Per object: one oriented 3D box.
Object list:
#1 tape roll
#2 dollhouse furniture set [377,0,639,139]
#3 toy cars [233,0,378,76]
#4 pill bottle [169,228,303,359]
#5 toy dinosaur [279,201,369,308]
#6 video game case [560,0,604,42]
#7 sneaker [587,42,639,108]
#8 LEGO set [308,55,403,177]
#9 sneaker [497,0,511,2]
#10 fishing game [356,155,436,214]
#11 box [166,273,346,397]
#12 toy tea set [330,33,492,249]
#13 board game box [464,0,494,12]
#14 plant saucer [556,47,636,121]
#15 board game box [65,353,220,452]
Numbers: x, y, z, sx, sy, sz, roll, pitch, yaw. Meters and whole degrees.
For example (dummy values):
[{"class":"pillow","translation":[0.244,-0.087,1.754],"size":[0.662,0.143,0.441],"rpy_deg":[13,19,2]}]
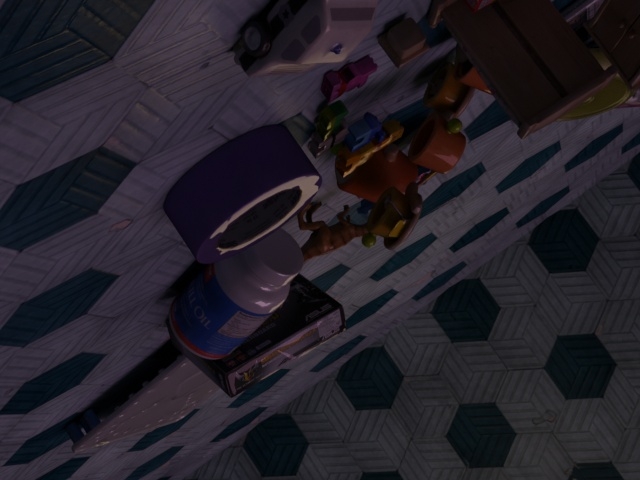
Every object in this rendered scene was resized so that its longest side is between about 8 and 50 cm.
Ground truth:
[{"class":"tape roll","translation":[-0.096,-0.057,1.648],"size":[0.189,0.080,0.189],"rpy_deg":[-34,168,-8]},{"class":"dollhouse furniture set","translation":[0.290,-0.190,1.635],"size":[0.355,0.303,0.174],"rpy_deg":[-31,168,-15]},{"class":"toy cars","translation":[0.093,-0.262,1.295],"size":[0.394,0.087,0.176],"rpy_deg":[-30,162,1]},{"class":"pill bottle","translation":[-0.123,0.073,1.959],"size":[0.124,0.124,0.221],"rpy_deg":[-19,159,-50]},{"class":"toy dinosaur","translation":[0.000,0.000,2.025],"size":[0.211,0.112,0.064],"rpy_deg":[-29,168,-12]},{"class":"video game case","translation":[0.396,-0.333,2.019],"size":[0.173,0.022,0.190],"rpy_deg":[-36,168,6]},{"class":"sneaker","translation":[0.463,-0.291,2.209],"size":[0.236,0.104,0.095],"rpy_deg":[9,176,-44]},{"class":"LEGO set","translation":[0.055,-0.150,1.674],"size":[0.093,0.087,0.227],"rpy_deg":[-31,168,-15]},{"class":"sneaker","translation":[0.280,-0.314,1.463],"size":[0.188,0.071,0.066],"rpy_deg":[-36,167,4]},{"class":"fishing game","translation":[0.137,-0.092,2.002],"size":[0.189,0.041,0.264],"rpy_deg":[-39,-171,-2]},{"class":"box","translation":[-0.103,0.136,2.118],"size":[0.231,0.183,0.056],"rpy_deg":[-28,131,-24]},{"class":"toy tea set","translation":[0.122,-0.160,1.766],"size":[0.336,0.124,0.200],"rpy_deg":[-57,-164,15]},{"class":"board game box","translation":[0.255,-0.357,1.515],"size":[0.193,0.045,0.147],"rpy_deg":[-32,167,-14]},{"class":"plant saucer","translation":[0.402,-0.239,2.090],"size":[0.241,0.037,0.241],"rpy_deg":[-6,164,-2]},{"class":"board game box","translation":[-0.237,0.239,2.444],"size":[0.390,0.050,0.390],"rpy_deg":[-40,166,20]}]
